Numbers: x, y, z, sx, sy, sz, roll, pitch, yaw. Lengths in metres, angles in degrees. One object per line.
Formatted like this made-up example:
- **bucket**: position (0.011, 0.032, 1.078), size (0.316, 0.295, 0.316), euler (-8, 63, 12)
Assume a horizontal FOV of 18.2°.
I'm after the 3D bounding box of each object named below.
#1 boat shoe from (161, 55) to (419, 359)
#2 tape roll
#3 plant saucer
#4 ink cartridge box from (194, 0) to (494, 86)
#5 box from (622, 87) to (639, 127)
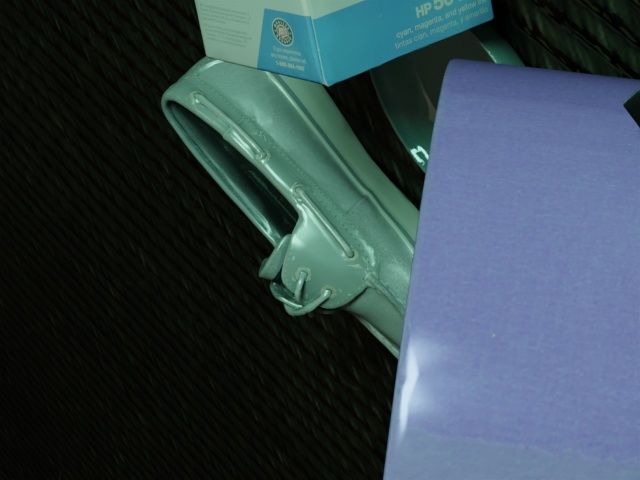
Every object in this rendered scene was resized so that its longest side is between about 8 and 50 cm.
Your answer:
- **boat shoe**: position (0.000, -0.001, 1.024), size (0.227, 0.081, 0.079), euler (53, 158, 8)
- **tape roll**: position (0.074, 0.074, 0.738), size (0.090, 0.275, 0.275), euler (8, 145, 4)
- **plant saucer**: position (0.065, -0.062, 0.887), size (0.119, 0.021, 0.119), euler (45, 156, 27)
- **ink cartridge box**: position (-0.002, -0.148, 0.796), size (0.092, 0.090, 0.143), euler (21, 127, 53)
- **box**: position (0.173, -0.016, 0.636), size (0.137, 0.094, 0.027), euler (55, 157, 5)
